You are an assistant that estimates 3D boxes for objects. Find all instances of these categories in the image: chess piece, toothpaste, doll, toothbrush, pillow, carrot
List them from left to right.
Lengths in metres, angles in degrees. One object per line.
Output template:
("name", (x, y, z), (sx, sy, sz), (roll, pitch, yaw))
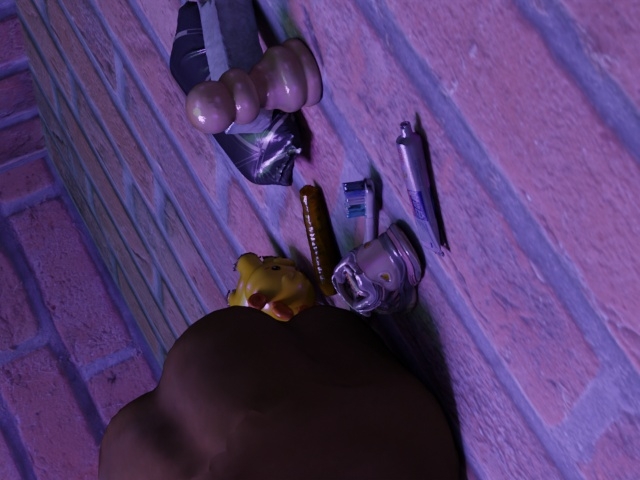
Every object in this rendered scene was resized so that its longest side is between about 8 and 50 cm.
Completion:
("pillow", (-0.124, -0.203, 1.728), (0.335, 0.092, 0.162), (56, 155, 27))
("chess piece", (-0.090, -0.185, 1.526), (0.094, 0.170, 0.094), (53, 159, 30))
("doll", (-0.074, 0.091, 1.915), (0.221, 0.142, 0.135), (32, 108, 62))
("carrot", (0.000, 0.000, 1.722), (0.042, 0.042, 0.171), (36, 145, 57))
("toothbrush", (0.057, 0.049, 1.637), (0.418, 0.040, 0.042), (85, 175, -55))
("toothpaste", (0.111, -0.057, 1.343), (0.045, 0.028, 0.170), (31, 144, 50))

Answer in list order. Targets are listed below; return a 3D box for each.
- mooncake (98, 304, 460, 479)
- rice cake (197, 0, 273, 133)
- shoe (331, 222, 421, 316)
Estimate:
("mooncake", (-0.054, 0.319, 1.624), (0.262, 0.466, 0.467), (43, 152, 54))
("rice cake", (-0.113, -0.242, 1.614), (0.063, 0.069, 0.207), (-29, 66, 55))
("shoe", (0.066, 0.055, 1.511), (0.089, 0.092, 0.180), (59, 161, 19))
